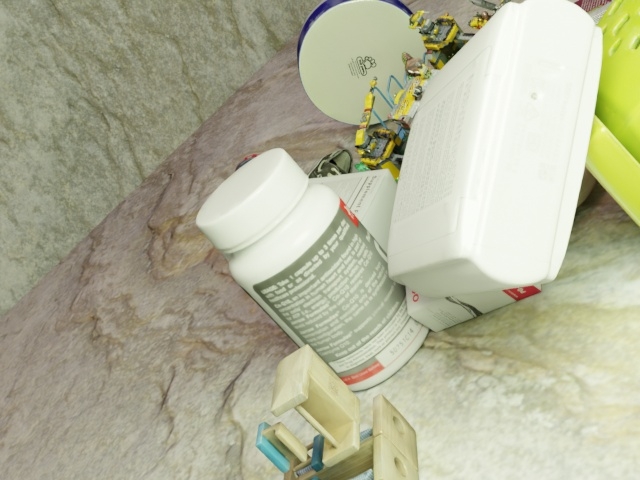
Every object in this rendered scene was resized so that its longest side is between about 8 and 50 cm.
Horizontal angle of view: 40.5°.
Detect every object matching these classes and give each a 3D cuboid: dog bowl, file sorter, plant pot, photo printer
[{"bbox_3d":[0.084,-0.373,1.764,0.265,0.265,0.104,-35,24,16],"label":"dog bowl"},{"bbox_3d":[0.188,-0.273,1.606,0.170,0.104,0.118,-30,23,25],"label":"file sorter"},{"bbox_3d":[0.355,-0.121,0.836,0.207,0.228,0.227,-41,21,18],"label":"plant pot"},{"bbox_3d":[0.155,-0.070,0.870,0.307,0.107,0.255,144,139,-78],"label":"photo printer"}]

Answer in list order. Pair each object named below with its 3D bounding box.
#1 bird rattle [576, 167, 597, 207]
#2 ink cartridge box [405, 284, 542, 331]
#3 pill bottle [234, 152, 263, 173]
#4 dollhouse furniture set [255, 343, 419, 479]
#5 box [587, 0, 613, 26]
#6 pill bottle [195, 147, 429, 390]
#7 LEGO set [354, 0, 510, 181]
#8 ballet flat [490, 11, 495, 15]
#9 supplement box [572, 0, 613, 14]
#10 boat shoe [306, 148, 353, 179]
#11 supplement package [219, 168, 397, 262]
[{"bbox_3d":[0.285,-0.090,1.101,0.254,0.143,0.206,-13,44,29],"label":"bird rattle"},{"bbox_3d":[0.173,0.028,1.019,0.151,0.063,0.109,-26,49,33],"label":"ink cartridge box"},{"bbox_3d":[-0.130,-0.110,1.832,0.108,0.108,0.180,-37,21,10],"label":"pill bottle"},{"bbox_3d":[-0.006,0.199,0.859,0.129,0.183,0.129,-34,21,19],"label":"dollhouse furniture set"},{"bbox_3d":[0.447,-0.273,1.056,0.231,0.056,0.183,-25,-17,35],"label":"box"},{"bbox_3d":[-0.007,0.035,1.055,0.161,0.283,0.161,-35,21,16],"label":"pill bottle"},{"bbox_3d":[0.166,-0.237,1.274,0.255,0.192,0.331,29,82,46],"label":"LEGO set"},{"bbox_3d":[0.340,-0.353,1.564,0.241,0.091,0.077,-75,9,-63],"label":"ballet flat"},{"bbox_3d":[0.413,-0.317,1.330,0.188,0.081,0.104,-23,27,38],"label":"supplement box"},{"bbox_3d":[0.014,-0.114,1.625,0.070,0.077,0.219,-31,20,27],"label":"boat shoe"},{"bbox_3d":[0.000,0.000,1.251,0.244,0.133,0.139,-4,42,36],"label":"supplement package"}]
